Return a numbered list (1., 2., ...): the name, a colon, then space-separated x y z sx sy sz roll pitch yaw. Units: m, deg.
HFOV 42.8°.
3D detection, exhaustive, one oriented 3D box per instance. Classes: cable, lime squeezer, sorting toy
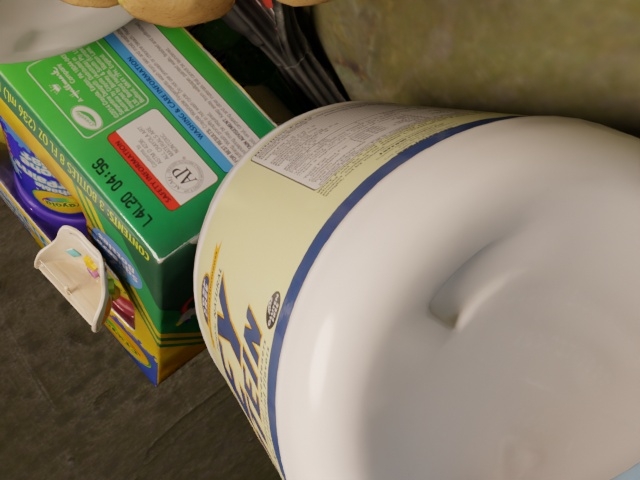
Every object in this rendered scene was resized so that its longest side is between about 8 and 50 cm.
1. cable: -0.027 -0.188 0.694 0.139 0.072 0.287 25 167 49
2. lime squeezer: -0.079 -0.179 0.798 0.310 0.058 0.110 39 -150 -55
3. sorting toy: -0.201 0.023 0.692 0.083 0.045 0.075 44 147 13

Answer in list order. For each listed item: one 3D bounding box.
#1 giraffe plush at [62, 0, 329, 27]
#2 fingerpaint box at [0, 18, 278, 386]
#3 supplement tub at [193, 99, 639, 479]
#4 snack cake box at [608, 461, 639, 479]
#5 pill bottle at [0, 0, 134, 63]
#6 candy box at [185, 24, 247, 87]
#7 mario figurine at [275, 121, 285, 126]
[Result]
1. giraffe plush: -0.055 -0.219 0.346 0.171 0.181 0.210 77 -170 -50
2. fingerpaint box: -0.244 -0.106 0.828 0.445 0.163 0.371 48 156 11
3. supplement tub: 0.052 0.037 0.491 0.235 0.235 0.325 54 172 -19
4. snack cake box: 0.155 0.145 0.258 0.152 0.264 0.089 51 -161 -3
5. pill bottle: -0.264 -0.340 0.561 0.392 0.224 0.224 59 174 10
6. candy box: -0.246 -0.326 0.991 0.268 0.122 0.317 42 167 48
7. mario figurine: 0.000 0.000 0.825 0.170 0.198 0.320 11 173 -13
